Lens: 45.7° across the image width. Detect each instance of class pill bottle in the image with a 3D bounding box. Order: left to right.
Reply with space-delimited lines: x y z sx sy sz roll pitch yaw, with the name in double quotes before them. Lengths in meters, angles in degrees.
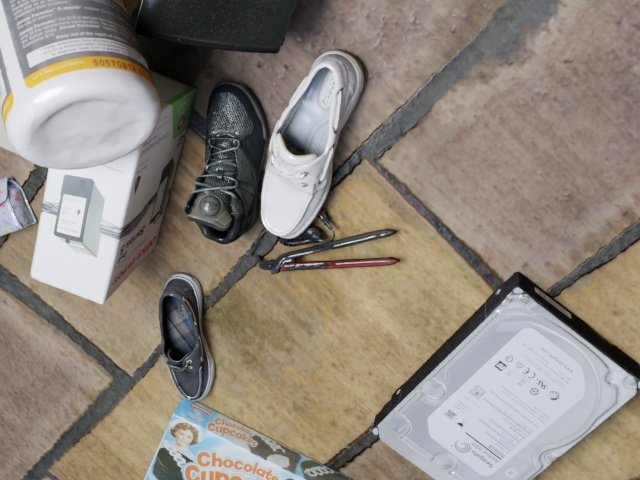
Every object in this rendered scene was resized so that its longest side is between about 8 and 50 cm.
"pill bottle" -0.288 -0.231 0.833 0.162 0.162 0.278 -30 69 22

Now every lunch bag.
"lunch bag" -0.499 -0.051 1.185 0.071 0.053 0.083 -16 100 17

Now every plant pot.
"plant pot" -0.103 -0.326 0.912 0.167 0.188 0.187 19 116 -9

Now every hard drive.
"hard drive" 0.269 0.239 1.131 0.237 0.064 0.339 38 116 -5

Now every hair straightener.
"hair straightener" 0.000 0.000 1.108 0.230 0.047 0.089 -5 90 21

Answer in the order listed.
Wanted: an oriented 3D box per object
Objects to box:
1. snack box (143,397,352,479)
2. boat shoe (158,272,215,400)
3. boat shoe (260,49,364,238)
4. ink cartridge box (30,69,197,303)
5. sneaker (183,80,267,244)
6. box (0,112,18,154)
"snack box" -0.129 0.416 1.298 0.322 0.060 0.187 26 116 1
"boat shoe" -0.217 0.166 1.201 0.080 0.076 0.228 7 114 10
"boat shoe" -0.030 -0.120 1.018 0.098 0.096 0.277 24 114 12
"ink cartridge box" -0.282 -0.082 1.040 0.114 0.198 0.273 21 116 2
"sneaker" -0.129 -0.097 1.040 0.087 0.130 0.228 9 112 7
"box" -0.446 -0.198 1.077 0.275 0.113 0.094 23 115 1
